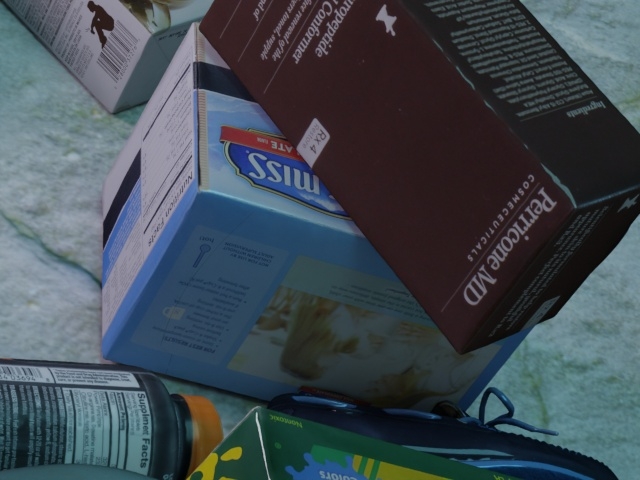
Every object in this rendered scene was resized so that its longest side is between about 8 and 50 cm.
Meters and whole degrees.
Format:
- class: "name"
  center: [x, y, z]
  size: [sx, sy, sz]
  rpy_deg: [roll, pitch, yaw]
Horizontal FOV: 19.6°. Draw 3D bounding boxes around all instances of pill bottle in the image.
- class: "pill bottle"
  center: [-0.200, 0.158, 1.434]
  size: [0.246, 0.130, 0.130]
  rpy_deg: [7, 44, -31]

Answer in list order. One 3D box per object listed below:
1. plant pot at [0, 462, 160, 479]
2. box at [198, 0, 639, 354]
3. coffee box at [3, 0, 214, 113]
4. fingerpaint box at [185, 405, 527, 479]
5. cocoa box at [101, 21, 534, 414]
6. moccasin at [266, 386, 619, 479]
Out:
- class: "plant pot"
  center: [-0.174, 0.274, 1.169]
  size: [0.235, 0.293, 0.293]
  rpy_deg: [-22, 62, -41]
- class: "box"
  center: [0.083, -0.117, 1.513]
  size: [0.143, 0.191, 0.381]
  rpy_deg: [-20, 63, -44]
- class: "coffee box"
  center: [-0.235, -0.287, 1.913]
  size: [0.297, 0.119, 0.168]
  rpy_deg: [46, 40, 16]
- class: "fingerpaint box"
  center: [0.123, 0.353, 1.369]
  size: [0.445, 0.163, 0.371]
  rpy_deg: [19, 38, -32]
- class: "cocoa box"
  center: [0.000, 0.000, 1.669]
  size: [0.347, 0.231, 0.228]
  rpy_deg: [16, 41, -20]
- class: "moccasin"
  center: [0.113, 0.185, 1.627]
  size: [0.342, 0.138, 0.117]
  rpy_deg: [15, 36, -23]
